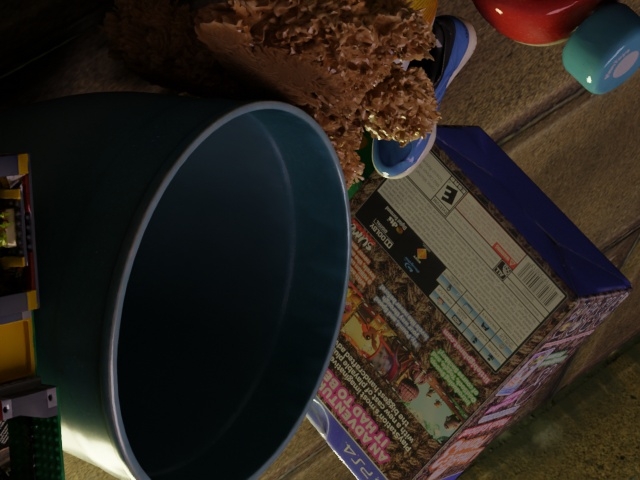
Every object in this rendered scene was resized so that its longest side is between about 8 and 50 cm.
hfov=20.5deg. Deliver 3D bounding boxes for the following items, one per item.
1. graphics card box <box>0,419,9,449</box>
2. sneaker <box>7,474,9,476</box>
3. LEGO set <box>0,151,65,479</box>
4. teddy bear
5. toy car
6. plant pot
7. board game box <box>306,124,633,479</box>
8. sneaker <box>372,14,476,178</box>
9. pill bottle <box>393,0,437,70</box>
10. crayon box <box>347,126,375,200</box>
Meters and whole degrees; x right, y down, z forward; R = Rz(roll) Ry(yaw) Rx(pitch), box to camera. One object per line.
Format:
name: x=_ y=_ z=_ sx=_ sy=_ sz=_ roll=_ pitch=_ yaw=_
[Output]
graphics card box: x=-0.295 y=0.092 z=1.438 sx=0.371 sy=0.094 sz=0.233 roll=-20 pitch=152 yaw=-48
sneaker: x=-0.357 y=0.285 z=1.716 sx=0.299 sy=0.121 sz=0.112 roll=-24 pitch=125 yaw=-58
LEGO set: x=-0.294 y=0.072 z=1.050 sx=0.192 sy=0.255 sz=0.331 roll=-11 pitch=109 yaw=-50
teddy bear: x=-0.027 y=-0.121 z=1.270 sx=0.338 sy=0.245 sz=0.113 roll=72 pitch=35 yaw=-67
toy car: x=0.178 y=-0.262 z=1.397 sx=0.210 sy=0.219 sz=0.238 roll=-48 pitch=158 yaw=15
plant pot: x=-0.157 y=0.018 z=1.211 sx=0.272 sy=0.255 sz=0.271 roll=-31 pitch=128 yaw=-52
board game box: x=0.107 y=0.070 z=1.698 sx=0.291 sy=0.232 sz=0.141 roll=-49 pitch=159 yaw=23
sneaker: x=0.072 y=-0.122 z=1.494 sx=0.084 sy=0.058 sz=0.152 roll=-4 pitch=127 yaw=-61
pill bottle: x=0.023 y=-0.207 z=1.337 sx=0.136 sy=0.136 sz=0.245 roll=-36 pitch=160 yaw=-15
crayon box: x=0.000 y=0.000 z=1.819 sx=0.165 sy=0.081 sz=0.278 roll=-15 pitch=148 yaw=-51
